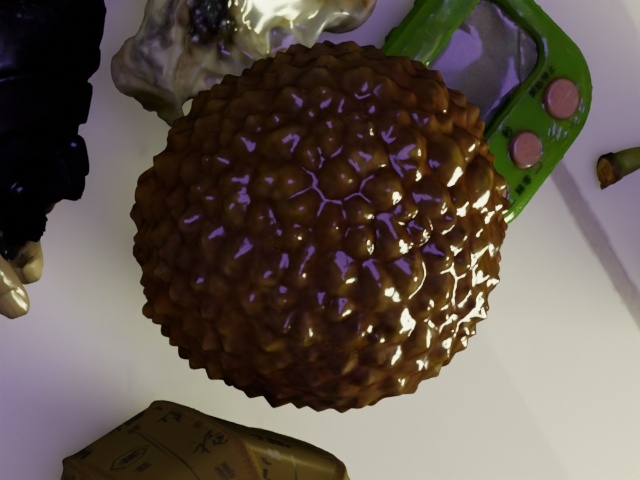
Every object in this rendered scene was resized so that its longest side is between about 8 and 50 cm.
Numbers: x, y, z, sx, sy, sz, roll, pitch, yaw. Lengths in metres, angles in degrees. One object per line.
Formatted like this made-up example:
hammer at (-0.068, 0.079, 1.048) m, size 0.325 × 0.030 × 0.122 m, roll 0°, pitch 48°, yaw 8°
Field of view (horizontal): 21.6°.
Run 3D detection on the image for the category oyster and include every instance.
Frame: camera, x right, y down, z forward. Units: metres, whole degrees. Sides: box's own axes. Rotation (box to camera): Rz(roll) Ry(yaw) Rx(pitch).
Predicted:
oyster at (-0.011, -0.223, 0.914) m, size 0.354 × 0.107 × 0.201 m, roll -53°, pitch 141°, yaw -17°

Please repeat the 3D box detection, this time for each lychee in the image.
lychee at (0.000, 0.000, 0.862) m, size 0.200 × 0.238 × 0.200 m, roll 6°, pitch 56°, yaw -9°

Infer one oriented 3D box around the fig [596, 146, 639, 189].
fig at (0.285, 0.009, 1.034) m, size 0.148 × 0.186 × 0.142 m, roll -32°, pitch 149°, yaw 3°

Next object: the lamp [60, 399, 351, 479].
lamp at (-0.058, 0.166, 0.864) m, size 0.161 × 0.185 × 0.161 m, roll -2°, pitch 96°, yaw -23°

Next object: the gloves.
gloves at (-0.175, -0.061, 0.851) m, size 0.164 × 0.124 × 0.203 m, roll -19°, pitch 92°, yaw -1°

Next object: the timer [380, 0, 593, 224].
timer at (0.087, -0.080, 0.980) m, size 0.128 × 0.047 × 0.140 m, roll 42°, pitch 78°, yaw -20°
